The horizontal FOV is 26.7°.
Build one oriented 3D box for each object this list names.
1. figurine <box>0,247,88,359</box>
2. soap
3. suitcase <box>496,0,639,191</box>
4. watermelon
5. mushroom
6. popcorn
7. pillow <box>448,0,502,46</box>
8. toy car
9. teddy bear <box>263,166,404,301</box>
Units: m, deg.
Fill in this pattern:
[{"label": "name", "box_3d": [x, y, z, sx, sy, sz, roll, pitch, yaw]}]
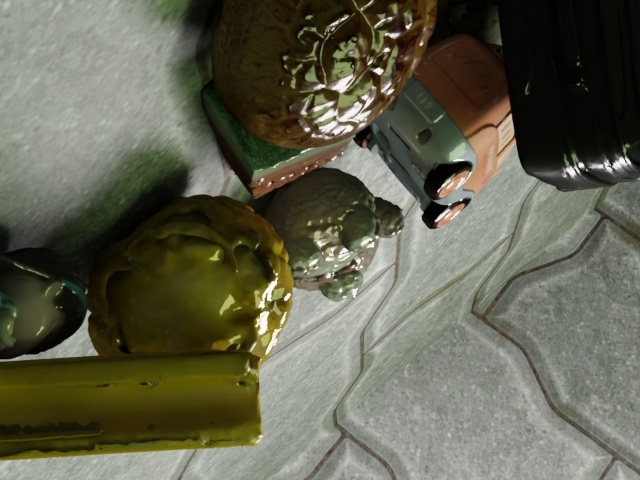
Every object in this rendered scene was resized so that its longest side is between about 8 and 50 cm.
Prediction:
[{"label": "figurine", "box_3d": [-0.325, 0.059, 1.278, 0.138, 0.110, 0.245, -7, 174, 23]}, {"label": "soap", "box_3d": [-0.223, 0.166, 1.354, 0.325, 0.096, 0.204, -3, 174, -5]}, {"label": "suitcase", "box_3d": [0.326, -0.240, 1.685, 0.188, 0.345, 0.339, -7, 175, 24]}, {"label": "watermelon", "box_3d": [-0.038, -0.124, 1.528, 0.193, 0.139, 0.256, -30, 169, -18]}, {"label": "mushroom", "box_3d": [0.005, -0.199, 1.295, 0.253, 0.153, 0.253, -30, 141, -28]}, {"label": "popcorn", "box_3d": [-0.147, 0.072, 1.545, 0.250, 0.250, 0.190, -46, -160, 10]}, {"label": "pillow", "box_3d": [0.218, -0.282, 1.825, 0.093, 0.051, 0.241, -39, 162, -2]}, {"label": "toy car", "box_3d": [0.173, -0.159, 1.775, 0.212, 0.180, 0.270, -37, 164, -8]}, {"label": "teddy bear", "box_3d": [0.000, -0.001, 1.842, 0.236, 0.151, 0.267, -20, 158, -6]}]
